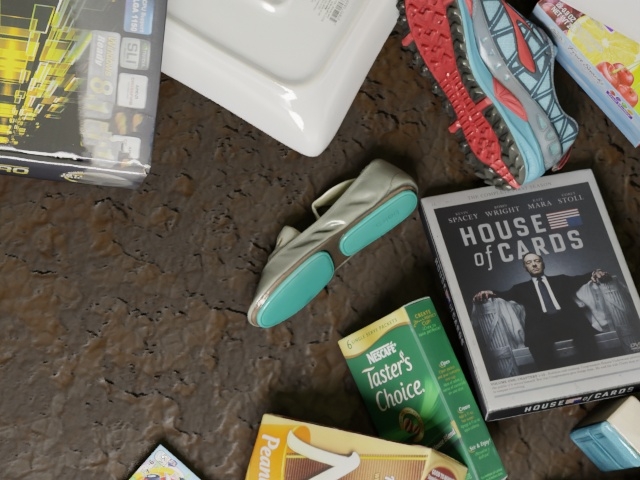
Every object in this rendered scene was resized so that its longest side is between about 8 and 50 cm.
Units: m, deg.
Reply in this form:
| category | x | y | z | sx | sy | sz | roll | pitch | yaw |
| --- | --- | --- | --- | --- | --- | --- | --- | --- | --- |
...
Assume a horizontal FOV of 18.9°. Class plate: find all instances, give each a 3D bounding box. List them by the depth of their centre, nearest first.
| category | x | y | z | sx | sy | sz | roll | pitch | yaw |
| --- | --- | --- | --- | --- | --- | --- | --- | --- | --- |
| plate | -0.053 | -0.264 | 1.888 | 0.278 | 0.045 | 0.277 | 30 | 77 | -2 |

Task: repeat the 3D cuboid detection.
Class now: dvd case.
| category | x | y | z | sx | sy | sz | roll | pitch | yaw |
| --- | --- | --- | --- | --- | --- | --- | --- | --- | --- |
| dvd case | 0.209 | 0.048 | 1.834 | 0.179 | 0.029 | 0.239 | -10 | 61 | -10 |

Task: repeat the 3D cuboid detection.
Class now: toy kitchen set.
| category | x | y | z | sx | sy | sz | roll | pitch | yaw |
| --- | --- | --- | --- | --- | --- | --- | --- | --- | --- |
| toy kitchen set | 0.289 | 0.279 | 1.797 | 0.166 | 0.122 | 0.207 | -43 | 88 | -13 |

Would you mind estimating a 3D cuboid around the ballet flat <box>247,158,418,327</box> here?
| category | x | y | z | sx | sy | sz | roll | pitch | yaw |
| --- | --- | --- | --- | --- | --- | --- | --- | --- | --- |
| ballet flat | 0.000 | 0.000 | 1.845 | 0.213 | 0.072 | 0.068 | -39 | 60 | -13 |

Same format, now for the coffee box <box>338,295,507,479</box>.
| category | x | y | z | sx | sy | sz | roll | pitch | yaw |
| --- | --- | --- | --- | --- | --- | --- | --- | --- | --- |
| coffee box | 0.093 | 0.155 | 1.796 | 0.040 | 0.113 | 0.184 | -18 | 83 | -39 |

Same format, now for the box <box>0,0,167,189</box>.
| category | x | y | z | sx | sy | sz | roll | pitch | yaw |
| --- | --- | --- | --- | --- | --- | --- | --- | --- | --- |
| box | -0.299 | -0.259 | 1.776 | 0.318 | 0.097 | 0.395 | 8 | 80 | -13 |

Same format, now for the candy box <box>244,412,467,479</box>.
| category | x | y | z | sx | sy | sz | roll | pitch | yaw |
| --- | --- | --- | --- | --- | --- | --- | --- | --- | --- |
| candy box | -0.002 | 0.328 | 1.721 | 0.183 | 0.087 | 0.316 | 9 | 75 | 33 |

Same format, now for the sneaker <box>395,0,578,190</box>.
| category | x | y | z | sx | sy | sz | roll | pitch | yaw |
| --- | --- | --- | --- | --- | --- | --- | --- | --- | --- |
| sneaker | 0.167 | -0.182 | 1.889 | 0.125 | 0.104 | 0.262 | -23 | 91 | -33 |

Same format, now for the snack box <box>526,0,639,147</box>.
| category | x | y | z | sx | sy | sz | roll | pitch | yaw |
| --- | --- | --- | --- | --- | --- | --- | --- | --- | --- |
| snack box | 0.338 | -0.227 | 1.923 | 0.207 | 0.070 | 0.174 | -41 | 86 | -15 |

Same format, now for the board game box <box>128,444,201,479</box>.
| category | x | y | z | sx | sy | sz | roll | pitch | yaw |
| --- | --- | --- | --- | --- | --- | --- | --- | --- | --- |
| board game box | -0.161 | 0.281 | 1.782 | 0.103 | 0.026 | 0.154 | 41 | 77 | 0 |

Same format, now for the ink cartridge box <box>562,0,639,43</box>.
| category | x | y | z | sx | sy | sz | roll | pitch | yaw |
| --- | --- | --- | --- | --- | --- | --- | --- | --- | --- |
| ink cartridge box | 0.356 | -0.341 | 1.813 | 0.197 | 0.198 | 0.270 | 29 | 76 | 3 |
